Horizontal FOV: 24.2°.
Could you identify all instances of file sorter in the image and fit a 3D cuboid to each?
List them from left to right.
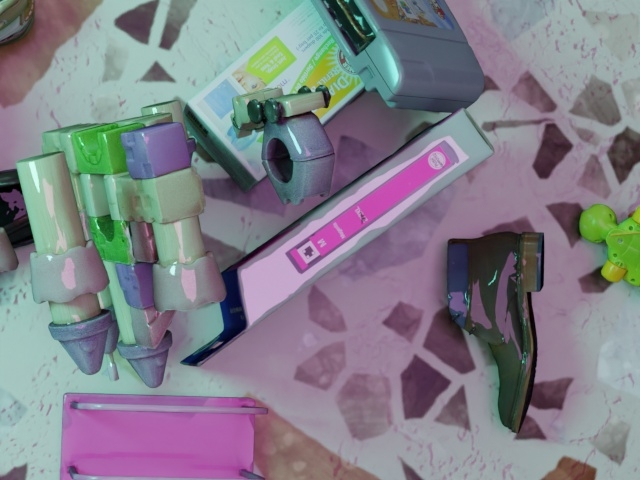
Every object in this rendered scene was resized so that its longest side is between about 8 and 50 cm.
[{"bbox_3d":[-0.159,0.300,1.481,0.202,0.182,0.291,3,84,-10],"label":"file sorter"}]

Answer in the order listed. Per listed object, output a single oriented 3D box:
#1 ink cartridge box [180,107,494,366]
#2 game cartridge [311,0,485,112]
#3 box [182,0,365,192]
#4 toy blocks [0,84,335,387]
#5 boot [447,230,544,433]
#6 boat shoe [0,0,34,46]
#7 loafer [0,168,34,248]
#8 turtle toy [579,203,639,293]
[{"bbox_3d":[0.000,0.000,1.539,0.371,0.176,0.069,-38,94,-11],"label":"ink cartridge box"},{"bbox_3d":[0.053,-0.265,1.553,0.198,0.062,0.297,-7,62,-53],"label":"game cartridge"},{"bbox_3d":[-0.036,-0.161,1.584,0.203,0.103,0.114,-43,93,-11],"label":"box"},{"bbox_3d":[-0.160,0.017,1.399,0.309,0.288,0.260,-18,102,-29],"label":"toy blocks"},{"bbox_3d":[0.185,0.097,1.629,0.106,0.082,0.219,5,88,12],"label":"boot"},{"bbox_3d":[-0.440,-0.214,1.517,0.302,0.103,0.113,-24,89,-11],"label":"boat shoe"},{"bbox_3d":[-0.408,-0.011,1.508,0.302,0.095,0.109,-18,88,-11],"label":"loafer"},{"bbox_3d":[0.348,0.003,1.656,0.130,0.066,0.095,27,104,-4],"label":"turtle toy"}]
